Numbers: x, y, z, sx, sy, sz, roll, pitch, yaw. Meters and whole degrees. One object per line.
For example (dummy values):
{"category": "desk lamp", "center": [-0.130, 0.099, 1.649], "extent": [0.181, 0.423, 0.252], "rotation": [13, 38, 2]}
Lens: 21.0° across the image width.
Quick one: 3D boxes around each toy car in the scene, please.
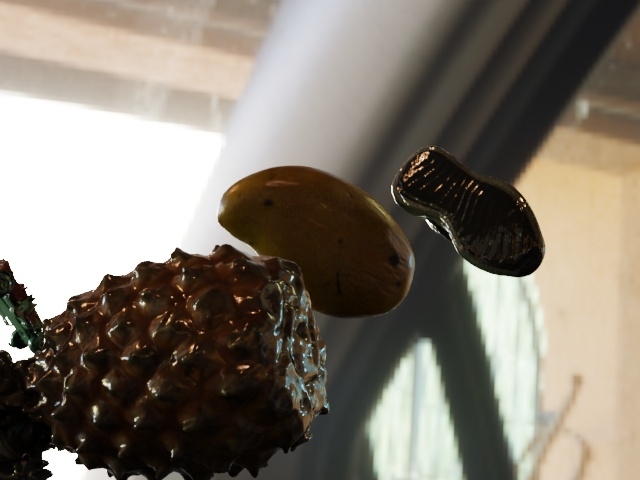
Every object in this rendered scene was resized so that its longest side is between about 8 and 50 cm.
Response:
{"category": "toy car", "center": [-0.410, 0.090, 2.309], "extent": [0.073, 0.054, 0.143], "rotation": [3, -48, 49]}

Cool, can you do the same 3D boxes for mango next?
{"category": "mango", "center": [0.002, 0.002, 2.079], "extent": [0.262, 0.157, 0.109], "rotation": [29, 10, -23]}

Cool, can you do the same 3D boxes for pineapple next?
{"category": "pineapple", "center": [-0.176, 0.102, 1.234], "extent": [0.361, 0.175, 0.175], "rotation": [-8, -14, 19]}

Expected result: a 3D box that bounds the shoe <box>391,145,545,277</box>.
{"category": "shoe", "center": [0.185, -0.024, 2.000], "extent": [0.227, 0.099, 0.112], "rotation": [39, 1, 36]}
